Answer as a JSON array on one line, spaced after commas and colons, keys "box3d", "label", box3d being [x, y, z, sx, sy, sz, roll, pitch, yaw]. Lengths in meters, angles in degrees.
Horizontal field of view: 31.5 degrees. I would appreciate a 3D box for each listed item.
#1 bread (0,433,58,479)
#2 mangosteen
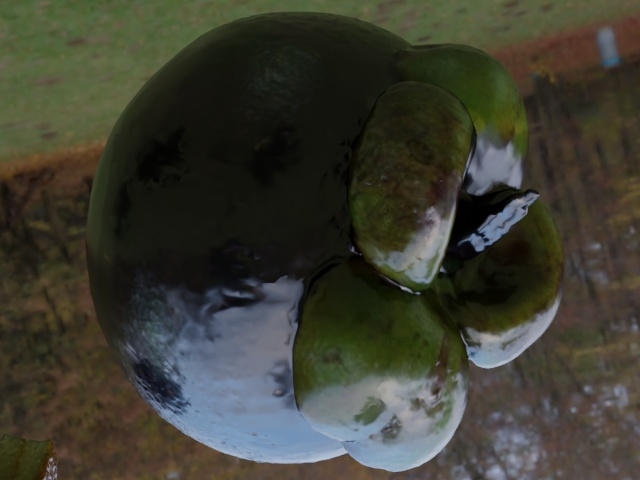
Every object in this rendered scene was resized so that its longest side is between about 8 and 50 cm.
[{"box3d": [-0.163, 0.163, 0.585, 0.035, 0.090, 0.094, 11, -133, -1], "label": "bread"}, {"box3d": [0.000, 0.000, 0.548, 0.243, 0.243, 0.243, -14, -176, 1], "label": "mangosteen"}]
